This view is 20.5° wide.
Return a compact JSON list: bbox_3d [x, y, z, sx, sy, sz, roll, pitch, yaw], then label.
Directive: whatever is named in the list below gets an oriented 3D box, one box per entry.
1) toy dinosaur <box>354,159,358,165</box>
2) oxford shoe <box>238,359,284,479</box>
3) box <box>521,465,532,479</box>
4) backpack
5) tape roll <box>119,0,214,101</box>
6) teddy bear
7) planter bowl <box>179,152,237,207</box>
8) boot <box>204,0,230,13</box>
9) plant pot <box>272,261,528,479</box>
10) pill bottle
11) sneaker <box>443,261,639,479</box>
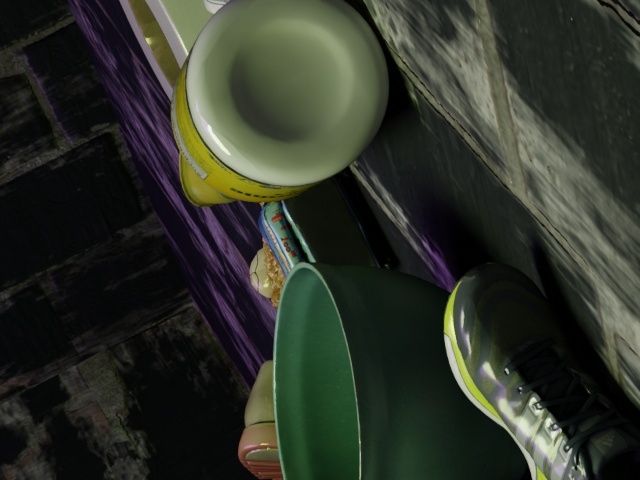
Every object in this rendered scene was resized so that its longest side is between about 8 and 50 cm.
[{"bbox_3d":[0.009,-0.118,1.942,0.082,0.047,0.090,7,115,57],"label":"toy dinosaur"},{"bbox_3d":[-0.009,0.288,2.488,0.397,0.140,0.147,65,-155,-63],"label":"oxford shoe"},{"bbox_3d":[0.214,0.328,1.790,0.191,0.143,0.381,62,168,-5],"label":"box"},{"bbox_3d":[0.000,0.000,2.092,0.158,0.117,0.173,63,173,1],"label":"backpack"},{"bbox_3d":[-0.197,-0.291,2.459,0.392,0.072,0.392,59,169,18],"label":"tape roll"},{"bbox_3d":[-0.035,0.015,2.336,0.245,0.113,0.338,66,170,-6],"label":"teddy bear"},{"bbox_3d":[-0.065,-0.127,2.002,0.090,0.217,0.217,20,152,22],"label":"planter bowl"},{"bbox_3d":[-0.084,-0.290,1.906,0.190,0.069,0.086,26,137,61],"label":"boot"},{"bbox_3d":[0.085,0.161,1.702,0.293,0.196,0.293,176,90,-73],"label":"plant pot"},{"bbox_3d":[-0.051,-0.135,1.759,0.188,0.188,0.334,62,171,-2],"label":"pill bottle"},{"bbox_3d":[0.210,0.147,1.477,0.300,0.111,0.121,58,161,-7],"label":"sneaker"}]
